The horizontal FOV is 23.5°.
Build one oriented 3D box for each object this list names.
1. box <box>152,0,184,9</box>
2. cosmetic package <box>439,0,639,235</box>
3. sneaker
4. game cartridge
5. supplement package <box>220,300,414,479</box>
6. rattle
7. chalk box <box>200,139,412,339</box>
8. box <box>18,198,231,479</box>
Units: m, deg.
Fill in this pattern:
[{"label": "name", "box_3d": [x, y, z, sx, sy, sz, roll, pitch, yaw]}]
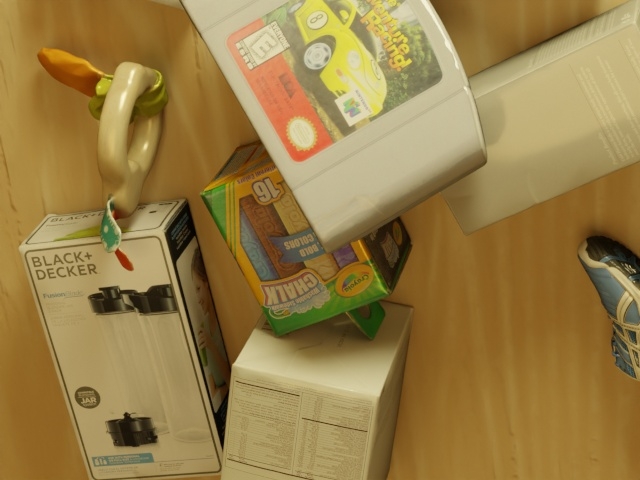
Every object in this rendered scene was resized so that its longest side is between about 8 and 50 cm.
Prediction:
[{"label": "box", "box_3d": [-0.173, -0.349, 1.446, 0.159, 0.044, 0.233, 16, 116, 6]}, {"label": "cosmetic package", "box_3d": [0.214, -0.114, 1.427, 0.238, 0.107, 0.127, -21, 106, 24]}, {"label": "sneaker", "box_3d": [0.312, 0.087, 1.502, 0.081, 0.080, 0.211, -35, 101, 23]}, {"label": "game cartridge", "box_3d": [0.017, -0.159, 1.390, 0.196, 0.060, 0.294, -30, 76, -2]}, {"label": "supplement package", "box_3d": [-0.005, 0.182, 1.559, 0.149, 0.194, 0.203, 12, 115, 9]}, {"label": "rattle", "box_3d": [-0.232, -0.082, 1.512, 0.143, 0.130, 0.199, 12, 92, -5]}, {"label": "chalk box", "box_3d": [0.000, 0.000, 1.511, 0.132, 0.132, 0.213, -20, 106, 21]}, {"label": "box", "box_3d": [-0.196, 0.110, 1.634, 0.169, 0.087, 0.290, -5, 112, 16]}]
